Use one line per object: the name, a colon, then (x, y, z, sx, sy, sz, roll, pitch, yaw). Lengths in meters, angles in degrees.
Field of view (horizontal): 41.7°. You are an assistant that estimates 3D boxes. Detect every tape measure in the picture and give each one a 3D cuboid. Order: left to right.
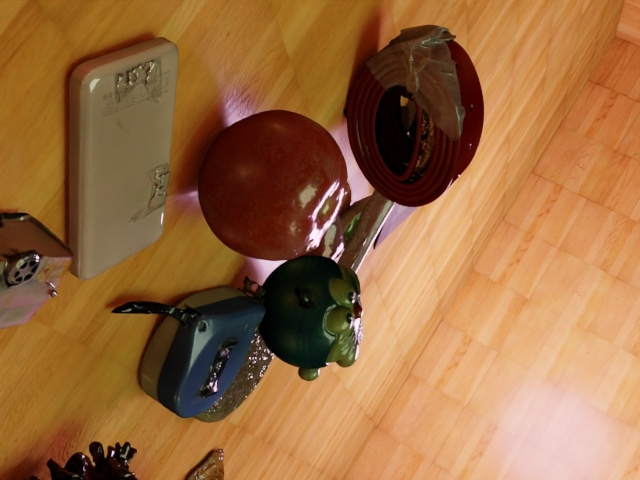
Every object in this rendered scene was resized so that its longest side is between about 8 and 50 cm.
tape measure: (-0.216, 0.175, 1.282, 0.351, 0.098, 0.215, -5, 121, -64)

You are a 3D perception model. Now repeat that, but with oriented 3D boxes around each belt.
belt: (0.163, -0.221, 1.477, 0.115, 0.227, 0.323, -46, 143, -44)

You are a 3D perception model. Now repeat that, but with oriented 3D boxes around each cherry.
cherry: (-0.001, -0.002, 1.579, 0.106, 0.087, 0.126, 5, 94, -62)

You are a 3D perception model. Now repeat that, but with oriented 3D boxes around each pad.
pad: (0.217, -0.109, 1.985, 0.202, 0.005, 0.299, -42, 164, -28)

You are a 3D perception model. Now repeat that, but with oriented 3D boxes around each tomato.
tomato: (-0.069, -0.077, 1.153, 0.208, 0.184, 0.208, -57, 162, -29)

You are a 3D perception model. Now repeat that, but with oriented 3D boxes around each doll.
doll: (-0.014, 0.139, 1.507, 0.322, 0.186, 0.198, 80, 14, -67)

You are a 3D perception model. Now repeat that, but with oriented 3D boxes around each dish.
dish: (0.068, -0.048, 1.755, 0.137, 0.039, 0.091, -54, 160, -10)

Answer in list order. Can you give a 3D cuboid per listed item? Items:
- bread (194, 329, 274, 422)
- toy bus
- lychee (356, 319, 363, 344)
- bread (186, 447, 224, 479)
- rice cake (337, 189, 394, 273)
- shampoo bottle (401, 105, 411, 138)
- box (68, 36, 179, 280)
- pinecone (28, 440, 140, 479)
bread: (-0.152, 0.235, 1.599, 0.267, 0.040, 0.267, -50, 158, -29)
toy bus: (-0.350, 0.034, 0.753, 0.112, 0.090, 0.274, -57, 161, 16)
lychee: (0.046, 0.208, 1.946, 0.114, 0.114, 0.146, 19, 75, -70)
bread: (-0.241, 0.506, 1.753, 0.129, 0.044, 0.126, -32, 144, -49)
rice cake: (0.082, 0.008, 1.740, 0.055, 0.049, 0.270, -12, 133, -63)
shampoo bottle: (0.223, -0.252, 1.804, 0.284, 0.071, 0.153, -27, 146, -61)
box: (-0.226, -0.087, 0.962, 0.142, 0.044, 0.285, -37, 150, -45)
pinecone: (-0.318, 0.411, 1.135, 0.257, 0.243, 0.243, -37, 151, -29)
